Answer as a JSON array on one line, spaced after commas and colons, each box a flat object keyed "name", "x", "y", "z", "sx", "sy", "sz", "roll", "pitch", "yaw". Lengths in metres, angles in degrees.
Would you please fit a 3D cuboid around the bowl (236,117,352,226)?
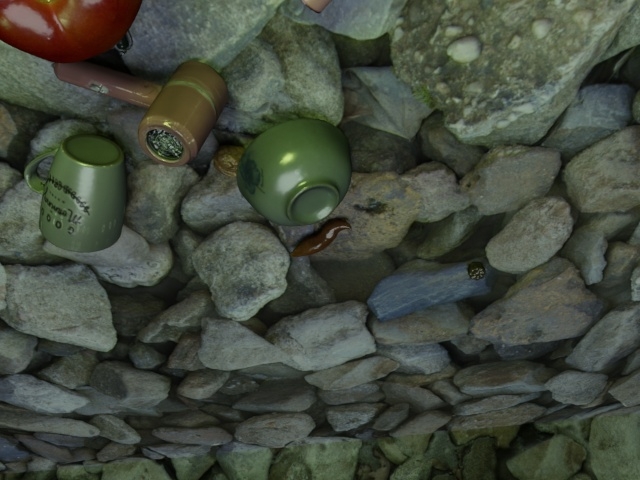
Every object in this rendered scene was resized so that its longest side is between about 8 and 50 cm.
[{"name": "bowl", "x": -0.042, "y": -0.129, "z": 1.257, "sx": 0.289, "sy": 0.146, "sz": 0.289, "roll": -15, "pitch": 141, "yaw": -12}]

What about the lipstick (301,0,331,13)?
[{"name": "lipstick", "x": 0.079, "y": -0.545, "z": 0.917, "sx": 0.087, "sy": 0.087, "sz": 0.327, "roll": 30, "pitch": 126, "yaw": -32}]

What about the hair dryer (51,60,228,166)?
[{"name": "hair dryer", "x": -0.386, "y": -0.288, "z": 1.084, "sx": 0.352, "sy": 0.210, "sz": 0.125, "roll": 17, "pitch": 140, "yaw": -1}]

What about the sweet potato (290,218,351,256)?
[{"name": "sweet potato", "x": -0.001, "y": -0.002, "z": 1.517, "sx": 0.202, "sy": 0.058, "sz": 0.055, "roll": -34, "pitch": 87, "yaw": 22}]

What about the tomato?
[{"name": "tomato", "x": -0.423, "y": -0.451, "z": 0.869, "sx": 0.298, "sy": 0.226, "sz": 0.299, "roll": -6, "pitch": 132, "yaw": -7}]

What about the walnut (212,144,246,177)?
[{"name": "walnut", "x": -0.210, "y": -0.190, "z": 1.273, "sx": 0.096, "sy": 0.083, "sz": 0.079, "roll": 3, "pitch": 164, "yaw": -27}]

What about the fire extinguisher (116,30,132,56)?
[{"name": "fire extinguisher", "x": -0.398, "y": -0.409, "z": 1.063, "sx": 0.038, "sy": 0.025, "sz": 0.083, "roll": -23, "pitch": 139, "yaw": -15}]

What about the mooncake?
[{"name": "mooncake", "x": 0.386, "y": 0.030, "z": 1.593, "sx": 0.346, "sy": 0.057, "sz": 0.150, "roll": 13, "pitch": 121, "yaw": -27}]

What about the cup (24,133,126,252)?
[{"name": "cup", "x": -0.581, "y": -0.135, "z": 1.253, "sx": 0.258, "sy": 0.186, "sz": 0.234, "roll": 28, "pitch": 124, "yaw": 5}]
